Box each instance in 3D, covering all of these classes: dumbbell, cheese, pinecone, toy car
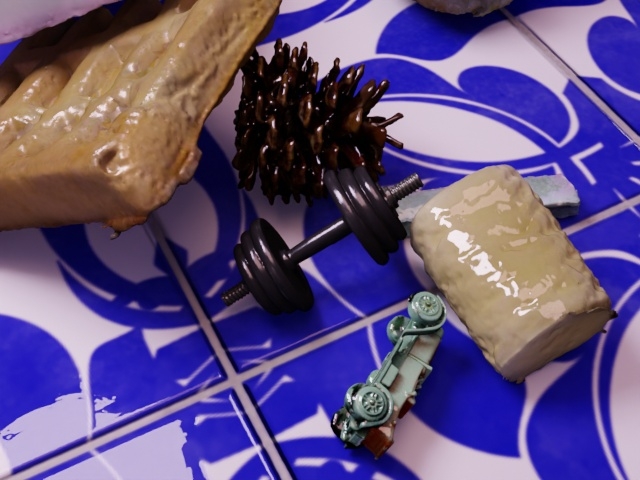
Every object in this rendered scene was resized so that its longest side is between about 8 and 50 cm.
[{"bbox_3d":[0.000,0.000,0.833,0.208,0.099,0.099,-32,54,8],"label":"dumbbell"},{"bbox_3d":[0.164,0.026,0.816,0.123,0.094,0.167,-34,61,7],"label":"cheese"},{"bbox_3d":[-0.002,-0.110,0.903,0.165,0.163,0.163,5,51,-4],"label":"pinecone"},{"bbox_3d":[0.063,0.111,0.780,0.054,0.073,0.143,33,57,6],"label":"toy car"}]

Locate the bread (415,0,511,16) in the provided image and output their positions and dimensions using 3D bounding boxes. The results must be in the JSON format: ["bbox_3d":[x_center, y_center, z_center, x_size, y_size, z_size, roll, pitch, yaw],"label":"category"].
[{"bbox_3d":[0.152,-0.359,1.088,0.195,0.176,0.246,-15,49,-25],"label":"bread"}]

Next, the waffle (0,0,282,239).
[{"bbox_3d":[-0.223,-0.127,0.881,0.348,0.077,0.304,-4,45,37],"label":"waffle"}]

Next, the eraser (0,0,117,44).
[{"bbox_3d":[-0.241,-0.338,0.999,0.272,0.122,0.359,-14,27,18],"label":"eraser"}]

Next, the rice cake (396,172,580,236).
[{"bbox_3d":[0.150,-0.033,0.915,0.210,0.034,0.043,-7,60,-5],"label":"rice cake"}]
